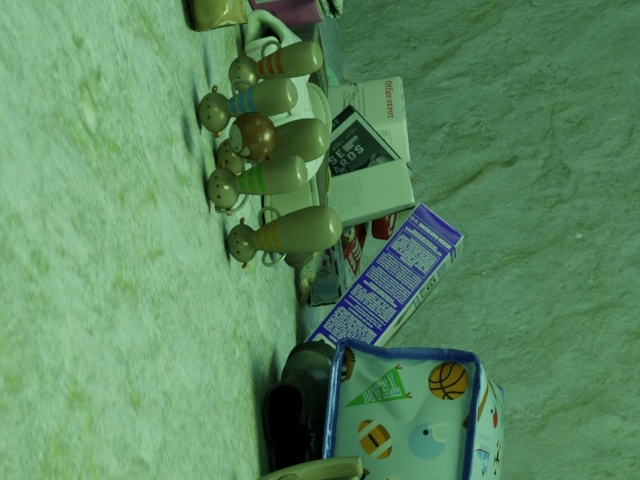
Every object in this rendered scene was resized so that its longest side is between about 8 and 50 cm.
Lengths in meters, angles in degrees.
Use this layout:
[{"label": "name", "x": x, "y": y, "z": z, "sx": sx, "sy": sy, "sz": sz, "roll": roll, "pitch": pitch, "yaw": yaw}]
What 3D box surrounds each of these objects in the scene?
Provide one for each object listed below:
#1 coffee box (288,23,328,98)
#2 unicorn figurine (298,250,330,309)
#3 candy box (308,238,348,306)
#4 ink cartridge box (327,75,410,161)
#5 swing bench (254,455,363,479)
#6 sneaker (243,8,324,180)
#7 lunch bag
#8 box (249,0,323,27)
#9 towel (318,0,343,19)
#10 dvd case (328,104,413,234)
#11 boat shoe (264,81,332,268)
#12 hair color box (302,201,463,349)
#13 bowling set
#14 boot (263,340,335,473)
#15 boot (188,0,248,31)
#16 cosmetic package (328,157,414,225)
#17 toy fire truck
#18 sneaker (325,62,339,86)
[{"label": "coffee box", "x": -0.045, "y": -0.306, "z": 2.051, "sx": 0.246, "sy": 0.098, "sz": 0.141, "roll": -85, "pitch": 166, "yaw": -66}, {"label": "unicorn figurine", "x": -0.016, "y": 0.039, "z": 2.055, "sx": 0.111, "sy": 0.060, "sz": 0.162, "roll": 77, "pitch": 8, "yaw": -46}, {"label": "candy box", "x": 0.000, "y": 0.000, "z": 2.207, "sx": 0.159, "sy": 0.071, "sz": 0.233, "roll": -57, "pitch": 138, "yaw": -80}, {"label": "ink cartridge box", "x": 0.049, "y": -0.220, "z": 2.165, "sx": 0.172, "sy": 0.237, "sz": 0.100, "roll": -90, "pitch": 171, "yaw": -50}, {"label": "swing bench", "x": -0.012, "y": 0.394, "z": 1.149, "sx": 0.255, "sy": 0.165, "sz": 0.253, "roll": -96, "pitch": 177, "yaw": -79}, {"label": "sneaker", "x": -0.075, "y": -0.221, "z": 1.736, "sx": 0.152, "sy": 0.114, "sz": 0.305, "roll": 47, "pitch": 29, "yaw": -56}, {"label": "lunch bag", "x": 0.129, "y": 0.351, "z": 1.482, "sx": 0.328, "sy": 0.239, "sz": 0.385, "roll": 47, "pitch": 50, "yaw": -68}, {"label": "box", "x": -0.077, "y": -0.525, "z": 1.954, "sx": 0.213, "sy": 0.117, "sz": 0.243, "roll": 56, "pitch": 28, "yaw": -76}, {"label": "towel", "x": -0.013, "y": -0.575, "z": 1.816, "sx": 0.324, "sy": 0.056, "sz": 0.312, "roll": 61, "pitch": 23, "yaw": -62}, {"label": "dvd case", "x": 0.048, "y": -0.124, "z": 2.036, "sx": 0.238, "sy": 0.179, "sz": 0.029, "roll": 39, "pitch": 11, "yaw": -52}, {"label": "boat shoe", "x": -0.037, "y": -0.110, "z": 1.820, "sx": 0.097, "sy": 0.116, "sz": 0.324, "roll": 81, "pitch": 8, "yaw": -58}, {"label": "hair color box", "x": 0.112, "y": 0.106, "z": 1.985, "sx": 0.110, "sy": 0.339, "sz": 0.185, "roll": 40, "pitch": -2, "yaw": 12}, {"label": "bowling set", "x": -0.090, "y": -0.120, "z": 1.332, "sx": 0.200, "sy": 0.154, "sz": 0.287, "roll": 18, "pitch": 64, "yaw": -63}, {"label": "boot", "x": -0.013, "y": 0.328, "z": 1.587, "sx": 0.223, "sy": 0.118, "sz": 0.338, "roll": -55, "pitch": 131, "yaw": -72}, {"label": "boot", "x": -0.138, "y": -0.385, "z": 1.316, "sx": 0.236, "sy": 0.089, "sz": 0.269, "roll": -67, "pitch": 149, "yaw": -78}, {"label": "cosmetic package", "x": 0.045, "y": -0.068, "z": 1.930, "sx": 0.117, "sy": 0.231, "sz": 0.085, "roll": 29, "pitch": 47, "yaw": -82}, {"label": "toy fire truck", "x": 0.053, "y": -0.011, "z": 2.420, "sx": 0.302, "sy": 0.169, "sz": 0.254, "roll": 64, "pitch": 38, "yaw": -69}, {"label": "sneaker", "x": -0.013, "y": -0.343, "z": 2.446, "sx": 0.151, "sy": 0.094, "sz": 0.256, "roll": 71, "pitch": 11, "yaw": -49}]
